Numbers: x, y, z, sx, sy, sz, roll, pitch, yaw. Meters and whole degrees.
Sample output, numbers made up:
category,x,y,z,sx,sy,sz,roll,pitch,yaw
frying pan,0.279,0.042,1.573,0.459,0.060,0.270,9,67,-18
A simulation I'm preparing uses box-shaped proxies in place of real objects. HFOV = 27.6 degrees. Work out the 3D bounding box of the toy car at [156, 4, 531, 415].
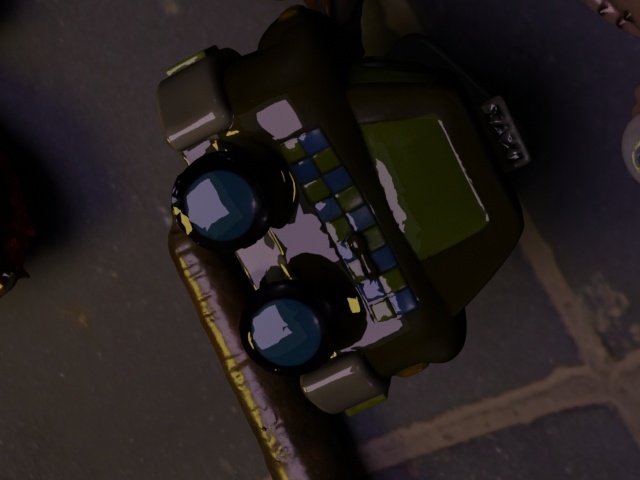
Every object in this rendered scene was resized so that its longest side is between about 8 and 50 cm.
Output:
category,x,y,z,sx,sy,sz,roll,pitch,yaw
toy car,0.031,-0.036,0.825,0.198,0.204,0.248,-27,99,12

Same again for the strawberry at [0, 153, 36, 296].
category,x,y,z,sx,sy,sz,roll,pitch,yaw
strawberry,-0.369,-0.048,1.183,0.233,0.138,0.306,-30,69,20

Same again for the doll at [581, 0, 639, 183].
category,x,y,z,sx,sy,sz,roll,pitch,yaw
doll,0.210,-0.131,0.763,0.278,0.119,0.154,55,142,6

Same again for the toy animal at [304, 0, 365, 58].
category,x,y,z,sx,sy,sz,roll,pitch,yaw
toy animal,-0.009,-0.217,0.886,0.179,0.089,0.188,22,124,43

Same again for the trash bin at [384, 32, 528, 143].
category,x,y,z,sx,sy,sz,roll,pitch,yaw
trash bin,0.064,-0.061,0.922,0.116,0.059,0.130,44,127,5

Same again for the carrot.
category,x,y,z,sx,sy,sz,roll,pitch,yaw
carrot,-0.041,0.121,1.076,0.070,0.070,0.342,-24,93,38
